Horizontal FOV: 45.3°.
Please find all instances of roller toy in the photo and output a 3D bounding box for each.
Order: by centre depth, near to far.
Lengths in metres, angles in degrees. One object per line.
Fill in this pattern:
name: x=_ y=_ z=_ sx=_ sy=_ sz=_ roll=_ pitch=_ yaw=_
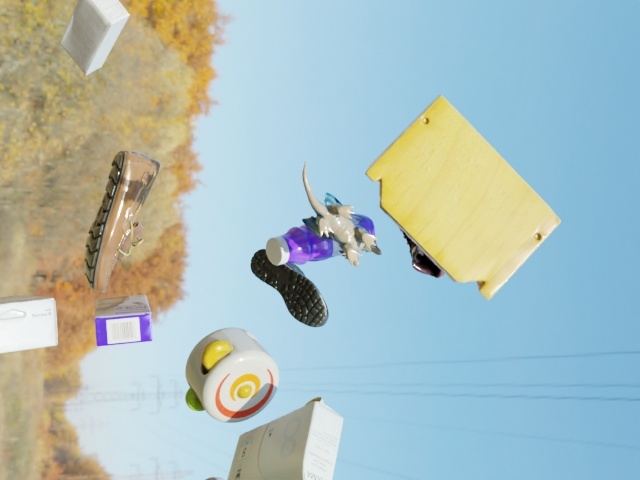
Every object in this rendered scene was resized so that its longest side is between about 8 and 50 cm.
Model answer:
roller toy: x=-0.196 y=0.306 z=1.740 sx=0.146 sy=0.191 sz=0.209 roll=39 pitch=-57 yaw=50

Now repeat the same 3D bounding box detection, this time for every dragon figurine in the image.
dragon figurine: x=0.025 y=-0.037 z=1.519 sx=0.085 sy=0.289 sz=0.144 roll=-48 pitch=-156 yaw=-3

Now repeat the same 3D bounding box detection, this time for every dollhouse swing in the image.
dollhouse swing: x=0.276 y=-0.093 z=1.636 sx=0.315 sy=0.347 sz=0.305 roll=-46 pitch=-176 yaw=-9

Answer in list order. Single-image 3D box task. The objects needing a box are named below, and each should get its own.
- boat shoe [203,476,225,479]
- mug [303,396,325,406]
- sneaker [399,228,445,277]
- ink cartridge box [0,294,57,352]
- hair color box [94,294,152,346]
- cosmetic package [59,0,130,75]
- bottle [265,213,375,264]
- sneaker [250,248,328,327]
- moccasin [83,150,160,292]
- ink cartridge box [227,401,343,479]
boat shoe: x=-0.281 y=0.757 z=1.998 sx=0.341 sy=0.158 sz=0.127 roll=-59 pitch=-145 yaw=20
mug: x=-0.006 y=0.484 z=2.176 sx=0.064 sy=0.062 sz=0.078 roll=60 pitch=19 yaw=-9
sneaker: x=0.271 y=-0.013 z=2.134 sx=0.106 sy=0.162 sz=0.281 roll=-43 pitch=-98 yaw=30
ink cartridge box: x=-0.594 y=0.154 z=1.414 sx=0.212 sy=0.154 sz=0.093 roll=-6 pitch=-91 yaw=53
hair color box: x=-0.689 y=0.273 z=2.674 sx=0.339 sy=0.185 sz=0.110 roll=-164 pitch=-109 yaw=-73
cosmetic package: x=-0.522 y=-0.484 z=1.765 sx=0.099 sy=0.060 sz=0.239 roll=53 pitch=-35 yaw=-5
bottle: x=0.000 y=0.000 z=1.855 sx=0.118 sy=0.282 sz=0.092 roll=7 pitch=-73 yaw=49
sneaker: x=-0.059 y=0.123 z=2.110 sx=0.283 sy=0.124 sz=0.107 roll=45 pitch=-72 yaw=25
moccasin: x=-0.522 y=-0.043 z=2.028 sx=0.139 sy=0.147 sz=0.380 roll=9 pitch=-98 yaw=57
ink cartridge box: x=-0.108 y=0.559 z=1.610 sx=0.308 sy=0.091 sz=0.385 roll=-34 pitch=-150 yaw=43
